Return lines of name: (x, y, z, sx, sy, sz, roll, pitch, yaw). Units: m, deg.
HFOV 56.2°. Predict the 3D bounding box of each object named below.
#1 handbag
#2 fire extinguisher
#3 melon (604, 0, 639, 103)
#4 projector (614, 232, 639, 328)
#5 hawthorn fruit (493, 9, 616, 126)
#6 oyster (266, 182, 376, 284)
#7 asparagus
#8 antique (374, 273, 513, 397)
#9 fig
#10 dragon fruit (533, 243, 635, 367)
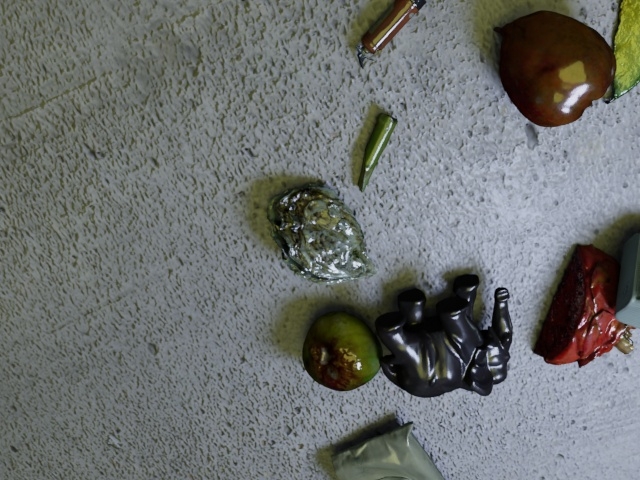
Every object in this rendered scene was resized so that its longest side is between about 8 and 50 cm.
handbag: (0.202, 0.636, 1.592, 0.253, 0.109, 0.315, -27, 111, 15)
fire extinguisher: (0.132, -0.419, 1.187, 0.177, 0.050, 0.062, -45, 145, 17)
melon: (0.635, -0.401, 1.204, 0.114, 0.053, 0.261, 12, 112, 2)
projector: (0.784, 0.109, 1.294, 0.251, 0.198, 0.108, 21, 151, 6)
hawthorn fruit: (0.431, -0.339, 1.159, 0.248, 0.208, 0.208, 41, 108, 9)
oyster: (0.000, 0.000, 1.334, 0.199, 0.112, 0.267, -30, 103, -12)
asparagus: (0.112, -0.187, 1.285, 0.041, 0.045, 0.178, 33, 112, 22)
antique: (0.292, 0.238, 1.389, 0.322, 0.185, 0.255, -17, 108, -1)
fig: (0.058, 0.262, 1.406, 0.191, 0.181, 0.181, 19, 113, -36)
dragon fruit: (0.660, 0.189, 1.393, 0.205, 0.152, 0.316, 9, 111, -6)
